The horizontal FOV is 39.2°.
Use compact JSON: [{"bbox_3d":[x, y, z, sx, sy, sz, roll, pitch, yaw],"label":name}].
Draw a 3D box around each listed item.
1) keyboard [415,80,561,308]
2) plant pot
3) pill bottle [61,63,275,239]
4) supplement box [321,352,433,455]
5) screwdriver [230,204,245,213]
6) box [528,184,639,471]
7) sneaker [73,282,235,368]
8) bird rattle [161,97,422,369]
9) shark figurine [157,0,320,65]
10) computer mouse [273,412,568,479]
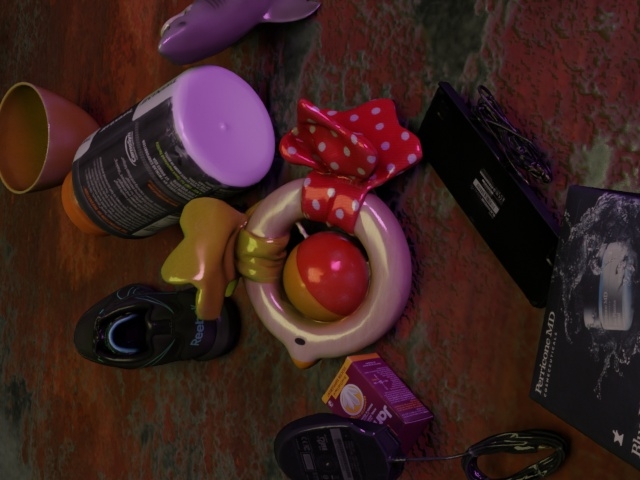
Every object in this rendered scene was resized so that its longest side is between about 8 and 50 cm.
[{"bbox_3d":[0.149,-0.047,0.716,0.192,0.038,0.100,58,149,25],"label":"keyboard"},{"bbox_3d":[-0.329,-0.123,1.115,0.134,0.095,0.134,0,91,43],"label":"plant pot"},{"bbox_3d":[-0.173,-0.078,0.943,0.246,0.130,0.130,-22,75,41],"label":"pill bottle"},{"bbox_3d":[0.049,0.147,0.792,0.083,0.043,0.055,45,118,32],"label":"supplement box"},{"bbox_3d":[-0.049,0.030,0.906,0.170,0.024,0.025,56,154,20],"label":"screwdriver"},{"bbox_3d":[0.220,0.054,0.558,0.158,0.093,0.156,-149,67,-70],"label":"box"},{"bbox_3d":[-0.213,0.094,1.000,0.267,0.106,0.101,-13,82,44],"label":"sneaker"},{"bbox_3d":[0.000,0.000,0.814,0.253,0.143,0.207,-33,86,18],"label":"bird rattle"},{"bbox_3d":[-0.046,-0.272,0.869,0.116,0.166,0.278,24,89,15],"label":"shark figurine"},{"bbox_3d":[0.076,0.166,0.728,0.242,0.041,0.071,-4,114,19],"label":"computer mouse"}]
